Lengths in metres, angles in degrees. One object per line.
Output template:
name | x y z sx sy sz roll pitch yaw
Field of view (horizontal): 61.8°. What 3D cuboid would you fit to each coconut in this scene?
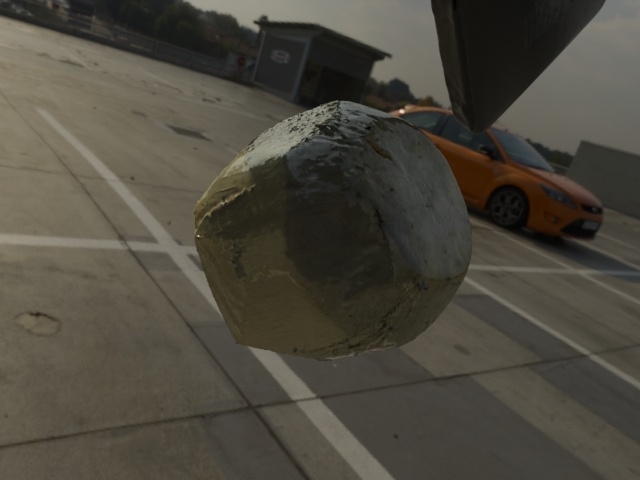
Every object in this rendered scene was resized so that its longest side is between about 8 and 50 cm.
coconut | 0.000 0.000 0.529 0.247 0.244 0.245 -22 -14 39

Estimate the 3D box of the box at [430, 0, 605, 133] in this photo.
box | 0.255 -0.304 0.653 0.073 0.289 0.290 42 -4 30
